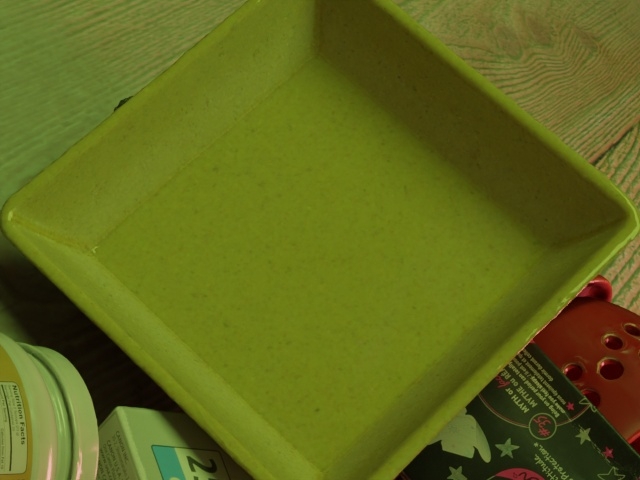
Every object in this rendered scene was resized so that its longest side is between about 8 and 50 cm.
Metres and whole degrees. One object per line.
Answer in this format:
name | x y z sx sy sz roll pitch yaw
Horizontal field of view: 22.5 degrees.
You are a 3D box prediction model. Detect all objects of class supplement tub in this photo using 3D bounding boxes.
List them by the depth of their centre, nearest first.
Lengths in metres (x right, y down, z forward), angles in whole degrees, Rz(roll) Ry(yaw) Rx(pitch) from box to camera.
supplement tub | -0.238 0.116 0.891 0.199 0.144 0.144 6 46 -48

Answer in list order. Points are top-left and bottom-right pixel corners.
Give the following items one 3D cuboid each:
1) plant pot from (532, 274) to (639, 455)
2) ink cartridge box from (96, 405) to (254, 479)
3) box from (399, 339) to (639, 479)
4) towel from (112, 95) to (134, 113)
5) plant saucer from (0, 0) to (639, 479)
plant pot | 0.225 0.137 1.411 0.191 0.191 0.174 -2 44 -52
ink cartridge box | -0.009 0.256 1.079 0.261 0.066 0.296 13 41 -42
box | 0.127 0.145 1.238 0.247 0.142 0.163 49 1 24
towel | -0.034 -0.010 1.338 0.283 0.121 0.235 -2 53 -52
plant saucer | 0.000 0.000 1.158 0.333 0.081 0.333 42 70 17
